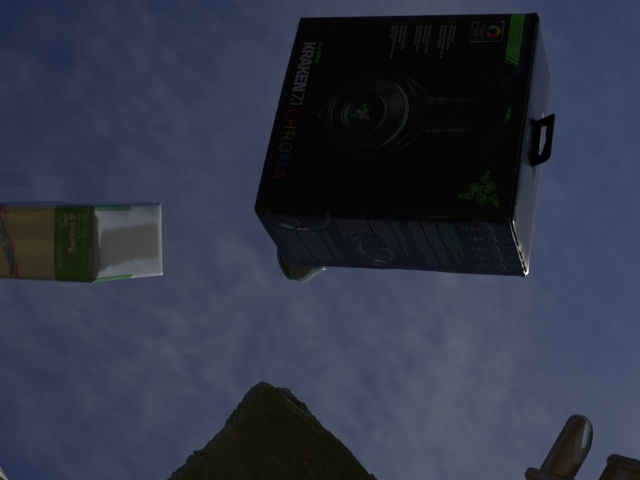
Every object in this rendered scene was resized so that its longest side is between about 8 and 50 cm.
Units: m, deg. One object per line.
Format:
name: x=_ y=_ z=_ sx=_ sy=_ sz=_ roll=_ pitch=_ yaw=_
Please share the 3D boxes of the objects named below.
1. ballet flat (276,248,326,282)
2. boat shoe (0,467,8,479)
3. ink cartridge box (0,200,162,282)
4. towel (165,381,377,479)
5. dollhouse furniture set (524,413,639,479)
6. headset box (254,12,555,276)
ballet flat: x=0.000 y=0.000 z=1.466 sx=0.068 sy=0.213 sz=0.072 roll=-24 pitch=-87 yaw=14
boat shoe: x=-0.242 y=0.175 z=0.773 sx=0.098 sy=0.096 sz=0.277 roll=-19 pitch=-104 yaw=-43
ink cartridge box: x=-0.315 y=-0.001 z=1.376 sx=0.154 sy=0.212 sz=0.093 roll=-6 pitch=-85 yaw=-66
towel: x=-0.013 y=0.161 z=0.652 sx=0.148 sy=0.027 sz=0.110 roll=42 pitch=-113 yaw=7
dollhouse furniture set: x=0.373 y=0.306 z=0.968 sx=0.174 sy=0.355 sz=0.303 roll=-51 pitch=-49 yaw=-32
headset box: x=0.104 y=-0.101 z=1.228 sx=0.131 sy=0.283 sz=0.246 roll=59 pitch=-141 yaw=-58
